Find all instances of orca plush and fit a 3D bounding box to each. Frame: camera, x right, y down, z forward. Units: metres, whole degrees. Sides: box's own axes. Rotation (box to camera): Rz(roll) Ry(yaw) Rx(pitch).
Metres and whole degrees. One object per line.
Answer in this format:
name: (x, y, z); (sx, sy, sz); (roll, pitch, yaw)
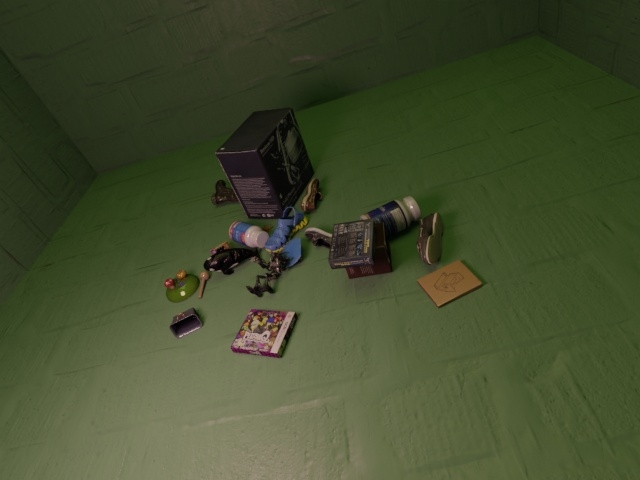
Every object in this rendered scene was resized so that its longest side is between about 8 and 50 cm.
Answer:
orca plush: (-0.453, 0.103, 2.069); (0.287, 0.151, 0.102); (1, -3, -13)

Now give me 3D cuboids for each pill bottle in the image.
pill bottle: (0.337, -0.104, 1.939); (0.265, 0.153, 0.153); (-25, 38, -6)
pill bottle: (-0.390, -0.030, 2.218); (0.222, 0.124, 0.124); (16, 52, 39)

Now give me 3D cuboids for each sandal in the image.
sandal: (-0.199, -0.068, 2.165); (0.126, 0.138, 0.317); (12, 51, 33)

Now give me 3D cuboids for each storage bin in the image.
storage bin: (-0.634, 0.373, 1.891); (0.135, 0.098, 0.091); (-27, 28, -6)

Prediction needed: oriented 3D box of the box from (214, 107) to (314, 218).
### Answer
box: (-0.306, -0.456, 2.402); (0.298, 0.471, 0.479); (2, 44, 27)

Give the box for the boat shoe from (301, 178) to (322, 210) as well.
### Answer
boat shoe: (-0.033, -0.263, 2.366); (0.095, 0.095, 0.257); (8, 52, 14)

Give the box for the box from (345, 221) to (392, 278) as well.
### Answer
box: (0.203, 0.046, 1.810); (0.203, 0.168, 0.167); (-10, 40, 14)

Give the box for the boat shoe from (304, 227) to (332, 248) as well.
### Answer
boat shoe: (0.000, 0.000, 2.044); (0.229, 0.080, 0.076); (20, 53, 31)

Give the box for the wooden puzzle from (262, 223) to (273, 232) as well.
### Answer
wooden puzzle: (-0.304, -0.073, 2.322); (0.049, 0.006, 0.083); (-39, 41, -20)

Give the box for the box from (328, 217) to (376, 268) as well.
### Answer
box: (0.137, 0.012, 1.700); (0.184, 0.059, 0.232); (-9, 42, 17)

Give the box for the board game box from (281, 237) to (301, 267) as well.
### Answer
board game box: (-0.139, 0.068, 2.049); (0.133, 0.033, 0.168); (-30, 43, 28)

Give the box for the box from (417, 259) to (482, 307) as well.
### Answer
box: (0.520, 0.172, 1.632); (0.201, 0.021, 0.164); (-25, 38, -5)

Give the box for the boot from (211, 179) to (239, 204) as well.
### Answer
boot: (-0.597, -0.328, 2.715); (0.229, 0.091, 0.263); (-7, 44, 9)

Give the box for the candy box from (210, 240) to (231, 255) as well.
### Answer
candy box: (-0.521, 0.087, 2.200); (0.109, 0.053, 0.186); (-31, 40, -12)

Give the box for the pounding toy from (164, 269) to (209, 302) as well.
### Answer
pounding toy: (-0.713, 0.215, 2.093); (0.237, 0.110, 0.183); (-8, 40, 17)

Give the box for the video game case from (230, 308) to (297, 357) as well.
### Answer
video game case: (-0.238, 0.389, 1.717); (0.232, 0.041, 0.210); (0, 42, 25)

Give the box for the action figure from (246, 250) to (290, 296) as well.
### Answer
action figure: (-0.248, 0.131, 1.950); (0.164, 0.141, 0.275); (-10, 40, 33)

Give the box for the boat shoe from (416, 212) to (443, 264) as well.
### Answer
boat shoe: (0.477, -0.002, 1.801); (0.096, 0.112, 0.335); (-17, 29, 35)
